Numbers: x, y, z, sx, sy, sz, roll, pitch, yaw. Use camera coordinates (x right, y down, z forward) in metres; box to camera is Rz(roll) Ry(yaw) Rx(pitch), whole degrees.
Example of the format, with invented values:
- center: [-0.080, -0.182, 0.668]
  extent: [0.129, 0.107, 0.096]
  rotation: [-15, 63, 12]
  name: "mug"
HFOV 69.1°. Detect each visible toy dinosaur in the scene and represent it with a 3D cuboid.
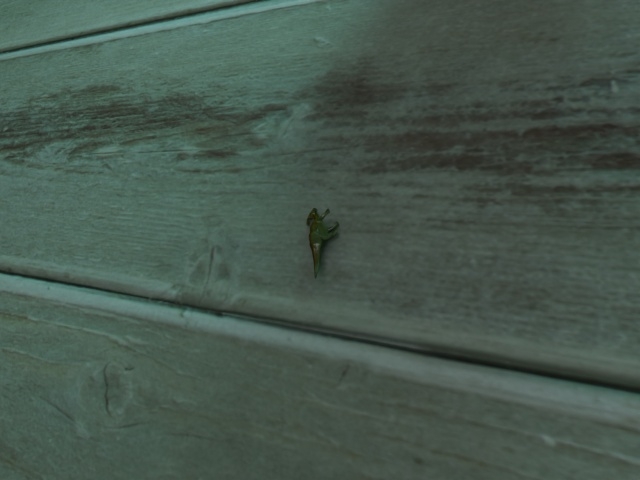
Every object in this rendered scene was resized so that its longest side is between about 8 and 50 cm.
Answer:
- center: [0.003, -0.003, 0.586]
  extent: [0.041, 0.026, 0.113]
  rotation: [-26, 49, 21]
  name: "toy dinosaur"
